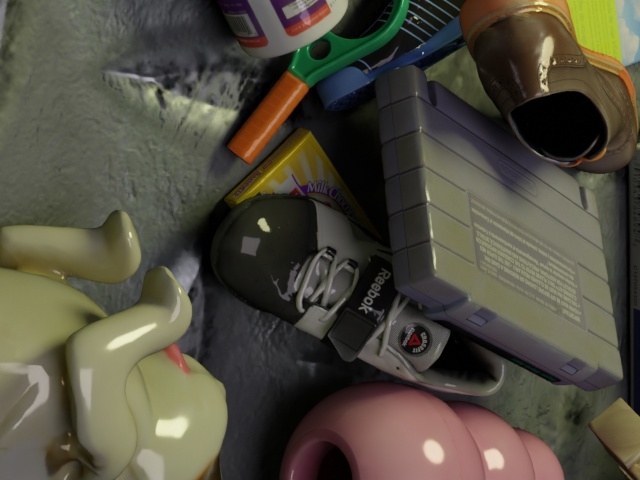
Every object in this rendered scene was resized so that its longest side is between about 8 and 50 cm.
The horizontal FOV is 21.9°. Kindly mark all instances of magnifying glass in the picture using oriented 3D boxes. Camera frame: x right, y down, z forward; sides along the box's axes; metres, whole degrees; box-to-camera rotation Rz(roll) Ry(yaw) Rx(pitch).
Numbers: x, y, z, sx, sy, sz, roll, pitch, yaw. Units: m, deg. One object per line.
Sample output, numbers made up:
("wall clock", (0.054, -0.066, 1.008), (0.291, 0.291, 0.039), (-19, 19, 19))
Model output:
("magnifying glass", (-0.005, -0.169, 1.539), (0.231, 0.092, 0.026), (-51, 158, -2))

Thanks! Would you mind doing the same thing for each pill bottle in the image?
("pill bottle", (-0.061, -0.267, 1.451), (0.108, 0.108, 0.193), (-39, 120, -19))

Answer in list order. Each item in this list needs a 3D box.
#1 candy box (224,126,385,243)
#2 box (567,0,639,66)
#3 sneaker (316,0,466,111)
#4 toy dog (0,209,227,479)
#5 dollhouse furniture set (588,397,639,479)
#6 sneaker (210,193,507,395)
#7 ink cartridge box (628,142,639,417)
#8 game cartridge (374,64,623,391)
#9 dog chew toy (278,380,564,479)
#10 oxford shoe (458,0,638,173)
("candy box", (0.000, 0.000, 1.609), (0.105, 0.027, 0.206), (-46, 123, -18))
("box", (0.302, -0.233, 1.738), (0.178, 0.042, 0.109), (-22, 114, -28))
("sneaker", (0.084, -0.211, 1.587), (0.232, 0.081, 0.090), (-31, 82, -10))
("toy dog", (-0.246, 0.154, 1.337), (0.408, 0.284, 0.395), (25, 88, -37))
("dollhouse furniture set", (0.504, 0.224, 1.813), (0.303, 0.198, 0.286), (-41, 141, 0))
("sneaker", (0.051, 0.056, 1.555), (0.330, 0.146, 0.122), (27, 90, -34))
("ink cartridge box", (0.498, 0.021, 1.919), (0.330, 0.071, 0.324), (-14, 109, -29))
("game cartridge", (0.175, 0.001, 1.601), (0.355, 0.068, 0.230), (28, 53, -47))
("dog chew toy", (0.119, 0.247, 1.654), (0.331, 0.206, 0.207), (8, 98, -42))
("oxford shoe", (0.234, -0.118, 1.611), (0.363, 0.130, 0.133), (32, 41, -57))
